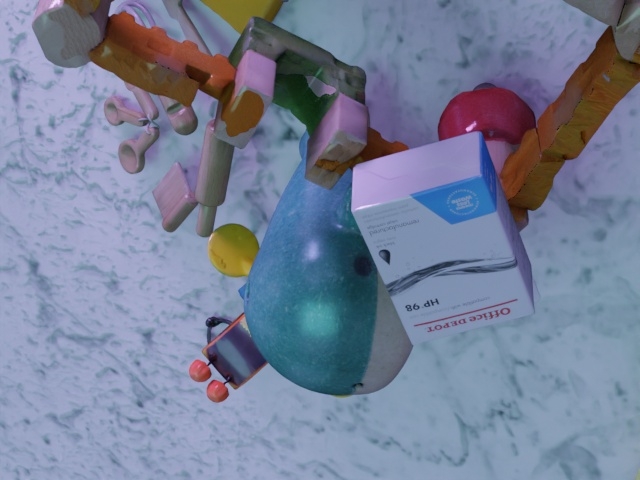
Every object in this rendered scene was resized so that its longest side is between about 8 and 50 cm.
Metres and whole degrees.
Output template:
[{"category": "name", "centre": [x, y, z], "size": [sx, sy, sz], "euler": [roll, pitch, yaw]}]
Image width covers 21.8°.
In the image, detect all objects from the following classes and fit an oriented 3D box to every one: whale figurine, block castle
[{"category": "whale figurine", "centre": [0.000, 0.000, 1.441], "size": [0.216, 0.141, 0.272], "euler": [119, 148, -62]}, {"category": "block castle", "centre": [0.031, -0.215, 1.279], "size": [0.453, 0.213, 0.303], "euler": [24, 126, -16]}]

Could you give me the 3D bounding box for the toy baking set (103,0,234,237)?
[{"category": "toy baking set", "centre": [-0.149, -0.129, 1.608], "size": [0.197, 0.030, 0.256], "euler": [40, 131, 31]}]

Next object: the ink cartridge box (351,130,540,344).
[{"category": "ink cartridge box", "centre": [0.102, 0.013, 1.283], "size": [0.104, 0.060, 0.180], "euler": [-16, 127, 14]}]

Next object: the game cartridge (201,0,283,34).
[{"category": "game cartridge", "centre": [-0.118, -0.378, 1.465], "size": [0.323, 0.053, 0.285], "euler": [39, 132, 4]}]

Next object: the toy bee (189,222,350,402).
[{"category": "toy bee", "centre": [-0.045, 0.094, 1.626], "size": [0.195, 0.162, 0.298], "euler": [32, 130, 12]}]

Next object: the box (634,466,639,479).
[{"category": "box", "centre": [0.343, 0.181, 1.491], "size": [0.087, 0.058, 0.232], "euler": [26, 129, 18]}]
